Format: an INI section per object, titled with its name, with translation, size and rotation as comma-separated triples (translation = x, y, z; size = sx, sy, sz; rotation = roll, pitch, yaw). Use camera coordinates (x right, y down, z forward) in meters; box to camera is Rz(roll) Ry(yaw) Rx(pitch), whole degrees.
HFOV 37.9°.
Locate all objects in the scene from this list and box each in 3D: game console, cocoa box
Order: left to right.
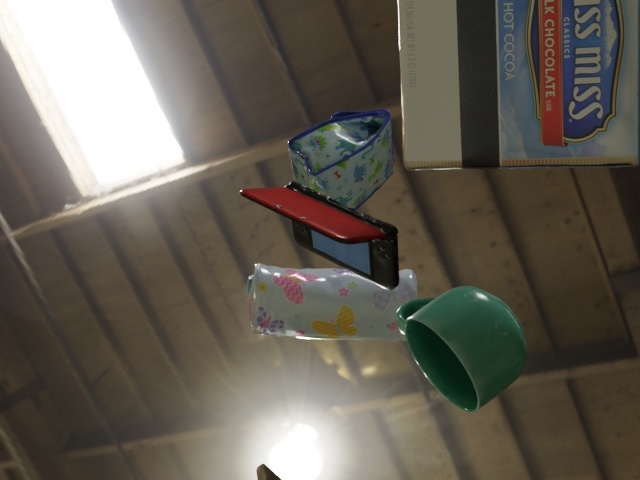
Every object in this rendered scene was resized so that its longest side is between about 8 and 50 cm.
[game console]
translation = 0.000, 0.000, 0.960
size = 0.144, 0.085, 0.124
rotation = 27, -40, 32
[cocoa box]
translation = 0.215, -0.251, 0.947
size = 0.228, 0.231, 0.347
rotation = 1, -80, 21

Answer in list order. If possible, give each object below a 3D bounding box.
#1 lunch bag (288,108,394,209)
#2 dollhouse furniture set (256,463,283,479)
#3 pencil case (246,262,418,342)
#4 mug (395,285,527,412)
[lunch bag]
translation = 0.038, -0.112, 1.331
size = 0.096, 0.151, 0.128
rotation = 55, -15, 32
[dollhouse furniture set]
translation = -0.054, 0.362, 0.795
size = 0.212, 0.161, 0.242
rotation = -37, -64, 9
[pencil case]
translation = 0.021, 0.095, 1.477
size = 0.273, 0.124, 0.113
rotation = 2, -50, -7
[mug]
translation = 0.166, 0.108, 1.080
size = 0.157, 0.097, 0.129
rotation = 51, -19, 18
